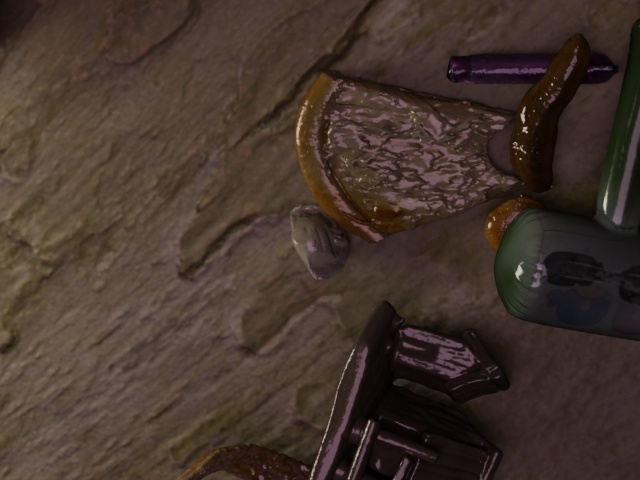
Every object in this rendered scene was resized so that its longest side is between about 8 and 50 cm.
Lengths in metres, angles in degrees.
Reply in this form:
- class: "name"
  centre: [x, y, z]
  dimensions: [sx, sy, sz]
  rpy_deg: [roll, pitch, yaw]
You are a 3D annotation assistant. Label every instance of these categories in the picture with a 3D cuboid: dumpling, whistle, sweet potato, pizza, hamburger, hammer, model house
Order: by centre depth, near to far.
- class: "hammer"
  centre: [0.302, -0.070, 1.806]
  dimensions: [0.206, 0.119, 0.335]
  rpy_deg: [11, 96, -16]
- class: "sweet potato"
  centre: [0.228, -0.131, 1.822]
  dimensions: [0.054, 0.053, 0.182]
  rpy_deg: [44, 131, 39]
- class: "whistle"
  centre: [0.218, -0.177, 1.845]
  dimensions: [0.177, 0.033, 0.033]
  rpy_deg: [2, 105, 13]
- class: "hamburger"
  centre: [0.214, -0.005, 1.886]
  dimensions: [0.076, 0.044, 0.083]
  rpy_deg: [-41, 90, 18]
- class: "pizza"
  centre: [0.098, -0.082, 1.897]
  dimensions: [0.262, 0.034, 0.181]
  rpy_deg: [6, 105, 11]
- class: "model house"
  centre: [0.106, 0.195, 1.911]
  dimensions: [0.188, 0.122, 0.229]
  rpy_deg: [20, 92, 4]
- class: "dumpling"
  centre: [0.000, -0.001, 1.930]
  dimensions: [0.057, 0.076, 0.052]
  rpy_deg: [-25, 134, 0]

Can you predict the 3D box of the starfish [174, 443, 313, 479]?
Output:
- class: "starfish"
  centre: [-0.016, 0.371, 1.996]
  dimensions: [0.398, 0.132, 0.384]
  rpy_deg: [36, 117, -12]
